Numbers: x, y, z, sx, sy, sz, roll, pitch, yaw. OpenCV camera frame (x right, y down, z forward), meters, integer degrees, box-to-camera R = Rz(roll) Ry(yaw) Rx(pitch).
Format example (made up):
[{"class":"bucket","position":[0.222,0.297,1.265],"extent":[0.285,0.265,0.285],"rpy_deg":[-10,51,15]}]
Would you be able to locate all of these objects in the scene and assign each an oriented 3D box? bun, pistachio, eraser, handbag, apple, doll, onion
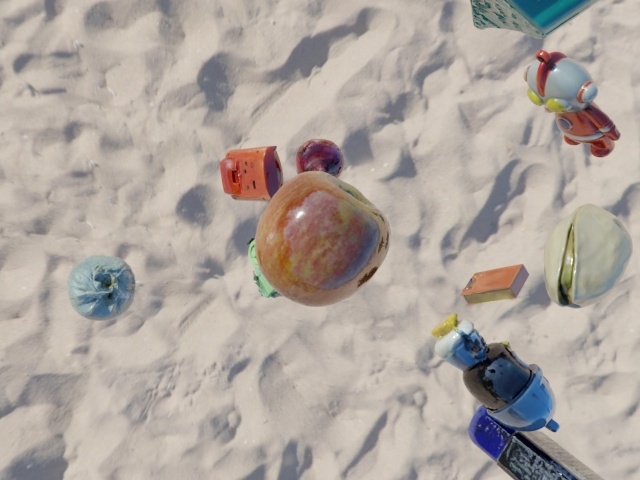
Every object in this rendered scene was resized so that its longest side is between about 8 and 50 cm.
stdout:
[{"class":"bun","position":[-0.446,0.095,1.182],"extent":[0.141,0.083,0.140],"rpy_deg":[9,74,-32]},{"class":"pistachio","position":[0.684,0.047,1.493],"extent":[0.331,0.208,0.226],"rpy_deg":[-55,129,-29]},{"class":"eraser","position":[0.476,0.486,1.233],"extent":[0.155,0.332,0.101],"rpy_deg":[21,99,-43]},{"class":"handbag","position":[0.553,0.143,1.835],"extent":[0.127,0.190,0.062],"rpy_deg":[-46,109,-39]},{"class":"apple","position":[0.000,0.000,0.825],"extent":[0.188,0.188,0.173],"rpy_deg":[31,107,-9]},{"class":"doll","position":[0.368,0.279,1.189],"extent":[0.141,0.177,0.314],"rpy_deg":[-43,82,-13]},{"class":"doll","position":[0.523,-0.289,1.212],"extent":[0.105,0.200,0.336],"rpy_deg":[-50,135,6]},{"class":"onion","position":[-0.001,-0.220,1.686],"extent":[0.150,0.140,0.150],"rpy_deg":[-1,115,-2]}]

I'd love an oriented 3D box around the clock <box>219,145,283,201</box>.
[{"class":"clock","position":[-0.142,-0.135,1.186],"extent":[0.061,0.155,0.113],"rpy_deg":[-16,103,-40]}]

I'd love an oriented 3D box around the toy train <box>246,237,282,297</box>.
[{"class":"toy train","position":[-0.086,0.035,1.629],"extent":[0.159,0.271,0.188],"rpy_deg":[-4,54,-48]}]

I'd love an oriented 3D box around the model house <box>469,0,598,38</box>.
[{"class":"model house","position":[0.136,-0.213,0.398],"extent":[0.100,0.127,0.148],"rpy_deg":[-35,78,17]}]
